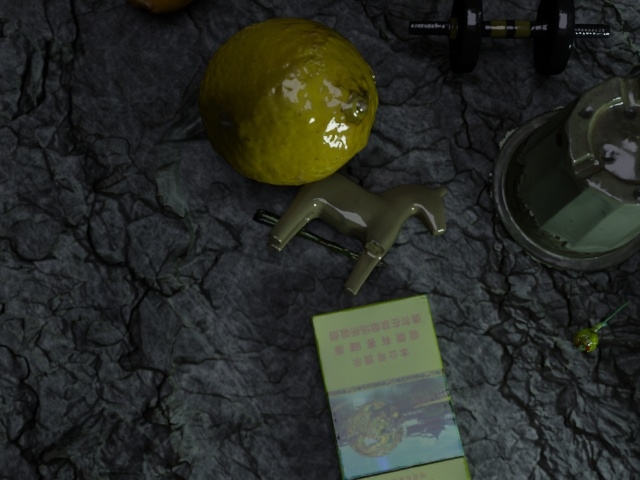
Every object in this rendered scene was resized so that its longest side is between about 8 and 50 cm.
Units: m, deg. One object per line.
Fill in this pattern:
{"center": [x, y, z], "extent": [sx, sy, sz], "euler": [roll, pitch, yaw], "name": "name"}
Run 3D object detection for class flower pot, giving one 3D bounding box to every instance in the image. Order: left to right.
{"center": [0.412, -0.111, 1.106], "extent": [0.290, 0.259, 0.290], "euler": [0, 77, 2], "name": "flower pot"}

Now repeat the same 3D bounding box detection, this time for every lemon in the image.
{"center": [-0.046, -0.208, 1.117], "extent": [0.253, 0.310, 0.254], "euler": [-6, 99, -40], "name": "lemon"}

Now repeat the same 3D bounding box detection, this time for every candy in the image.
{"center": [0.442, 0.131, 1.169], "extent": [0.123, 0.035, 0.035], "euler": [-36, 34, -19], "name": "candy"}

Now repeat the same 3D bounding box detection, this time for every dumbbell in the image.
{"center": [0.307, -0.343, 1.219], "extent": [0.325, 0.143, 0.143], "euler": [2, 77, 0], "name": "dumbbell"}

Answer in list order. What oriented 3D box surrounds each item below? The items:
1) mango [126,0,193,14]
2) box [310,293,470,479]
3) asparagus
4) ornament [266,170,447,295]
{"center": [-0.234, -0.514, 1.271], "extent": [0.177, 0.120, 0.295], "euler": [31, 79, 5], "name": "mango"}
{"center": [0.106, 0.262, 1.128], "extent": [0.187, 0.047, 0.335], "euler": [-11, 78, -3], "name": "box"}
{"center": [0.000, 0.000, 1.203], "extent": [0.232, 0.022, 0.023], "euler": [22, 35, 5], "name": "asparagus"}
{"center": [0.073, -0.034, 1.182], "extent": [0.230, 0.061, 0.245], "euler": [31, 65, 9], "name": "ornament"}
